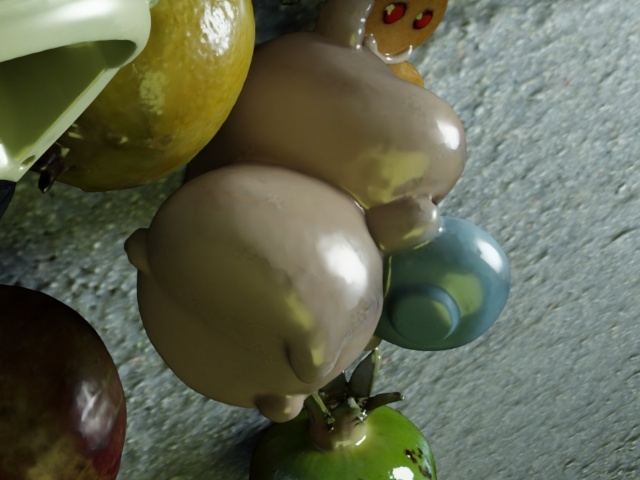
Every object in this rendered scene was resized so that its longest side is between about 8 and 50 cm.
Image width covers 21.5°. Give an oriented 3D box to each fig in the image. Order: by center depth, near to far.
[{"bbox_3d":[-0.225,0.116,1.159,0.205,0.205,0.205,-24,147,-17],"label":"fig"}]

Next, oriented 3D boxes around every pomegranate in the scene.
[{"bbox_3d":[0.020,0.200,1.508,0.181,0.181,0.224,-18,125,-25],"label":"pomegranate"}]

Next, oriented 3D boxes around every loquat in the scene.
[{"bbox_3d":[-0.112,-0.115,0.974,0.204,0.149,0.172,-40,164,-36],"label":"loquat"}]

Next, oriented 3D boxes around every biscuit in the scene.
[{"bbox_3d":[0.009,-0.099,1.213,0.165,0.036,0.250,6,130,-48],"label":"biscuit"}]

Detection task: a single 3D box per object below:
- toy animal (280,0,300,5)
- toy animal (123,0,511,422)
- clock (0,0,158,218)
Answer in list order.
[{"bbox_3d":[-0.018,-0.228,0.992,0.086,0.069,0.220,-38,161,-38],"label":"toy animal"},{"bbox_3d":[-0.020,-0.007,1.074,0.221,0.229,0.210,-20,154,-28],"label":"toy animal"},{"bbox_3d":[-0.192,-0.064,0.772,0.379,0.120,0.276,-47,169,23],"label":"clock"}]
